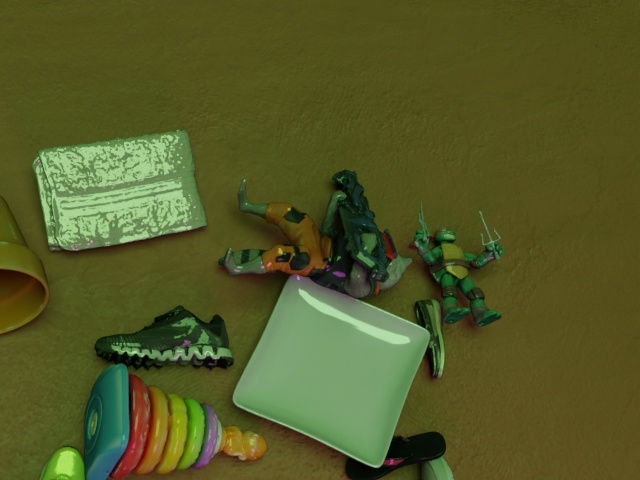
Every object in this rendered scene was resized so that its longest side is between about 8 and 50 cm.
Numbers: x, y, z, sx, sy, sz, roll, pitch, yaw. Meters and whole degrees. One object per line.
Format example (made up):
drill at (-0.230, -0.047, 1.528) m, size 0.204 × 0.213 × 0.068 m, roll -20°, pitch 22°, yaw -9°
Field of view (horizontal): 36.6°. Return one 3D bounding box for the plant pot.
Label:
plant pot at (-0.558, 0.027, 1.565) m, size 0.205 × 0.205 × 0.188 m, roll -11°, pitch 57°, yaw -17°

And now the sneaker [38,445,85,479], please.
sneaker at (-0.410, 0.421, 1.501) m, size 0.081 × 0.094 × 0.209 m, roll 11°, pitch 67°, yaw -8°

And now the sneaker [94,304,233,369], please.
sneaker at (-0.264, 0.162, 1.643) m, size 0.234 × 0.078 × 0.106 m, roll 3°, pitch 67°, yaw -17°

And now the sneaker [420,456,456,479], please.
sneaker at (0.161, 0.476, 1.618) m, size 0.111 × 0.103 × 0.252 m, roll 13°, pitch 64°, yaw -6°

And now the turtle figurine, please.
turtle figurine at (0.252, 0.041, 1.788) m, size 0.175 × 0.118 × 0.234 m, roll -3°, pitch 61°, yaw -15°

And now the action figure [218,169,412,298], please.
action figure at (0.000, 0.000, 1.729) m, size 0.330 × 0.179 × 0.341 m, roll 17°, pitch 29°, yaw -10°

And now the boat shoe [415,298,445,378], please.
boat shoe at (0.197, 0.180, 1.763) m, size 0.049 × 0.056 × 0.152 m, roll 2°, pitch 61°, yaw -8°

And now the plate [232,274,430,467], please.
plate at (0.021, 0.224, 1.686) m, size 0.278 × 0.045 × 0.277 m, roll 24°, pitch 61°, yaw 2°

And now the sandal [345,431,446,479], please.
sandal at (0.124, 0.360, 1.650) m, size 0.179 × 0.040 × 0.067 m, roll -18°, pitch 48°, yaw 6°

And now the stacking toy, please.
stacking toy at (-0.223, 0.314, 1.567) m, size 0.301 × 0.175 × 0.166 m, roll 13°, pitch 44°, yaw -25°

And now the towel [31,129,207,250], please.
towel at (-0.351, -0.088, 1.701) m, size 0.282 × 0.049 × 0.187 m, roll -12°, pitch 90°, yaw -17°
